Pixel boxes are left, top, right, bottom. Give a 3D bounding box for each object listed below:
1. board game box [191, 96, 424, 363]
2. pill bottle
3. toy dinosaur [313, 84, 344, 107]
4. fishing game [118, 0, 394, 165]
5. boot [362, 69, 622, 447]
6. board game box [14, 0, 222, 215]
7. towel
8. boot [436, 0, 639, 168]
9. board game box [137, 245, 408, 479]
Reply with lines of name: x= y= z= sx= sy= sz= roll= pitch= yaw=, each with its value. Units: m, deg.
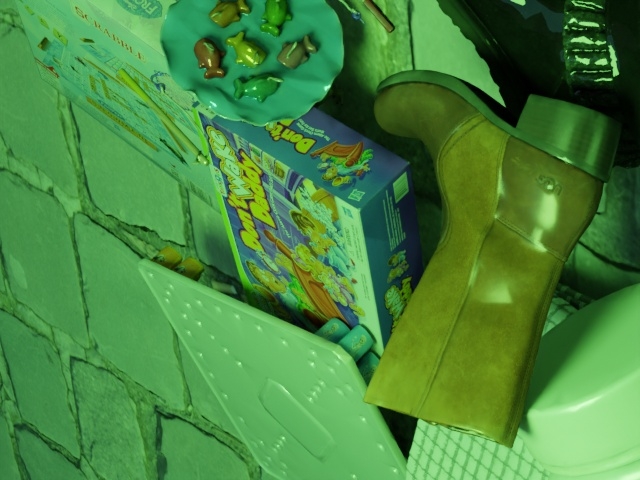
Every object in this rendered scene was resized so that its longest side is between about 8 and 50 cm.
board game box: x=0.000 y=0.000 z=1.685 sx=0.233 sy=0.078 sz=0.347 roll=33 pitch=154 yaw=30
pill bottle: x=0.328 y=0.241 z=1.308 sx=0.392 sy=0.224 sz=0.224 roll=57 pitch=149 yaw=-12
toy dinosaur: x=-0.022 y=-0.156 z=1.697 sx=0.053 sy=0.092 sz=0.183 roll=47 pitch=144 yaw=22
fishing game: x=-0.067 y=-0.204 z=1.576 sx=0.189 sy=0.264 sz=0.041 roll=51 pitch=162 yaw=15
boot: x=0.104 y=0.010 z=1.313 sx=0.264 sy=0.096 sz=0.280 roll=20 pitch=89 yaw=39
board game box: x=-0.219 y=-0.205 z=1.817 sx=0.318 sy=0.066 sz=0.318 roll=37 pitch=161 yaw=17
towel: x=0.210 y=0.171 z=1.536 sx=0.235 sy=0.121 sz=0.284 roll=34 pitch=118 yaw=49
boot: x=0.228 y=-0.209 z=1.275 sx=0.348 sy=0.131 sz=0.260 roll=58 pitch=155 yaw=-11
board game box: x=-0.014 y=0.198 z=1.869 sx=0.390 sy=0.050 sz=0.390 roll=20 pitch=146 yaw=47
